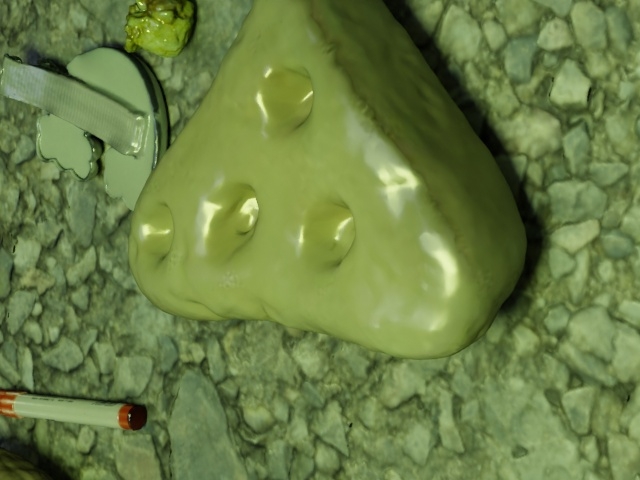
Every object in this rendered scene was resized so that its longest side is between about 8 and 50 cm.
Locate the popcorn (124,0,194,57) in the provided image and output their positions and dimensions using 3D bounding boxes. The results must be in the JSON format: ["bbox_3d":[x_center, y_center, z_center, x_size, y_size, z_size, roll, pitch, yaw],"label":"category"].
[{"bbox_3d":[-0.150,-0.193,1.599,0.083,0.059,0.068,-30,75,50],"label":"popcorn"}]

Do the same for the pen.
[{"bbox_3d":[-0.262,0.168,1.775,0.239,0.028,0.028,0,96,42],"label":"pen"}]

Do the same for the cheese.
[{"bbox_3d":[0.000,0.000,1.440,0.328,0.129,0.351,52,126,25],"label":"cheese"}]

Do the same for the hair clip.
[{"bbox_3d":[-0.215,-0.118,1.678,0.220,0.054,0.140,27,109,34],"label":"hair clip"}]

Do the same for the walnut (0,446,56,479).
[{"bbox_3d":[-0.319,0.293,1.759,0.230,0.178,0.178,9,102,37],"label":"walnut"}]
